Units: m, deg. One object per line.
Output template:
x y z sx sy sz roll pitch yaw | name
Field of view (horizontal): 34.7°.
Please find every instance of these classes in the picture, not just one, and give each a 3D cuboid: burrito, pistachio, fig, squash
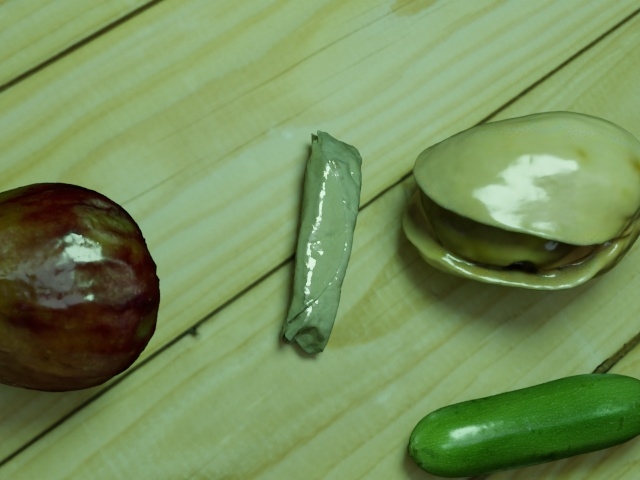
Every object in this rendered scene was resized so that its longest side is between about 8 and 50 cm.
0.000 0.000 1.256 0.082 0.059 0.275 18 74 -27 | burrito
0.265 -0.050 1.262 0.321 0.229 0.238 -4 38 -12 | pistachio
-0.301 0.046 1.083 0.263 0.224 0.224 8 76 -11 | fig
0.286 0.224 1.272 0.378 0.101 0.101 -6 80 -18 | squash
